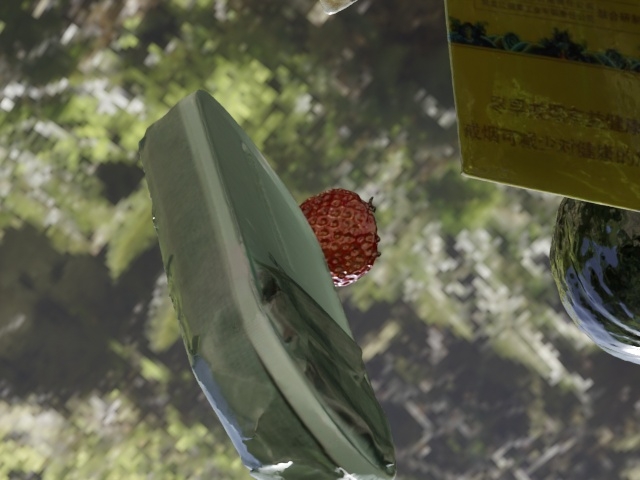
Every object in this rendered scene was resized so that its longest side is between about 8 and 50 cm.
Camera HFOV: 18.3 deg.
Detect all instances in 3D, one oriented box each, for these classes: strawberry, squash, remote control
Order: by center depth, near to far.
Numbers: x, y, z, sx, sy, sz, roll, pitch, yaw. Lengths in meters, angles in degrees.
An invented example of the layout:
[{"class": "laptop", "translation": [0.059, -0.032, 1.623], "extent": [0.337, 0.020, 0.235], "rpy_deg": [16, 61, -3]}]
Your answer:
[{"class": "remote control", "translation": [-0.025, 0.020, 0.819], "extent": [0.104, 0.052, 0.247], "rpy_deg": [51, -171, -30]}, {"class": "strawberry", "translation": [0.000, 0.000, 1.377], "extent": [0.083, 0.073, 0.073], "rpy_deg": [-10, -118, -32]}, {"class": "squash", "translation": [0.315, 0.006, 1.613], "extent": [0.252, 0.252, 0.165], "rpy_deg": [2, -117, -37]}]

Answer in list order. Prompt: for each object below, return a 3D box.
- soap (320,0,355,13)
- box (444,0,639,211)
[{"class": "soap", "translation": [0.023, -0.339, 1.847], "extent": [0.073, 0.140, 0.232], "rpy_deg": [32, -143, -43]}, {"class": "box", "translation": [0.146, -0.145, 1.159], "extent": [0.153, 0.279, 0.041], "rpy_deg": [13, -140, 27]}]
